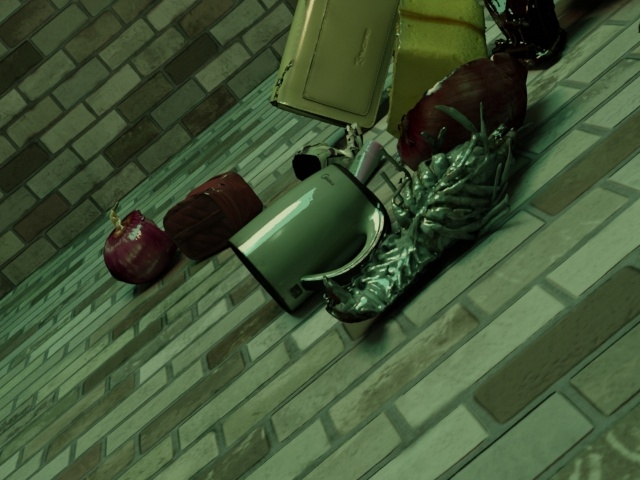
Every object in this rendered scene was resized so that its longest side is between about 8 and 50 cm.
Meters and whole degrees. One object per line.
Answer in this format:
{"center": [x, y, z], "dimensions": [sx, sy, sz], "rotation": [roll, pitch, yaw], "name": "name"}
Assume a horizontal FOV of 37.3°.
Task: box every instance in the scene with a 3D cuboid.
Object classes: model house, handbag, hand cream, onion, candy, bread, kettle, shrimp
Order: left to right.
{"center": [-0.464, 0.026, 2.412], "dimensions": [0.207, 0.200, 0.200], "rotation": [26, 63, 36], "name": "onion"}
{"center": [-0.255, -0.057, 2.212], "dimensions": [0.225, 0.146, 0.135], "rotation": [-24, 18, 42], "name": "handbag"}
{"center": [0.000, 0.000, 1.575], "dimensions": [0.236, 0.161, 0.221], "rotation": [-40, 45, -9], "name": "kettle"}
{"center": [0.038, -0.456, 2.200], "dimensions": [0.160, 0.237, 0.358], "rotation": [23, 98, 68], "name": "handbag"}
{"center": [0.069, -0.122, 1.892], "dimensions": [0.076, 0.047, 0.174], "rotation": [-10, 43, 57], "name": "hand cream"}
{"center": [0.163, -0.170, 1.839], "dimensions": [0.030, 0.020, 0.083], "rotation": [-15, 29, 50], "name": "candy"}
{"center": [0.155, -0.044, 1.355], "dimensions": [0.221, 0.166, 0.410], "rotation": [31, 84, 37], "name": "shrimp"}
{"center": [0.229, -0.354, 1.947], "dimensions": [0.236, 0.199, 0.263], "rotation": [104, 176, -45], "name": "bread"}
{"center": [0.262, -0.203, 1.524], "dimensions": [0.284, 0.120, 0.227], "rotation": [-33, -15, -20], "name": "onion"}
{"center": [0.373, -0.418, 1.788], "dimensions": [0.141, 0.164, 0.203], "rotation": [-40, 15, -16], "name": "model house"}

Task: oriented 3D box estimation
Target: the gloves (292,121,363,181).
{"center": [0.032, -0.177, 2.003], "dimensions": [0.128, 0.111, 0.212], "rotation": [-31, -10, 40], "name": "gloves"}

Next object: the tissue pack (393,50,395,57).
{"center": [0.226, -0.452, 2.252], "dimensions": [0.079, 0.111, 0.085], "rotation": [-48, 20, -27], "name": "tissue pack"}

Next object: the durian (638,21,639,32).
{"center": [0.556, -0.348, 1.472], "dimensions": [0.130, 0.052, 0.066], "rotation": [-26, -16, 30], "name": "durian"}
